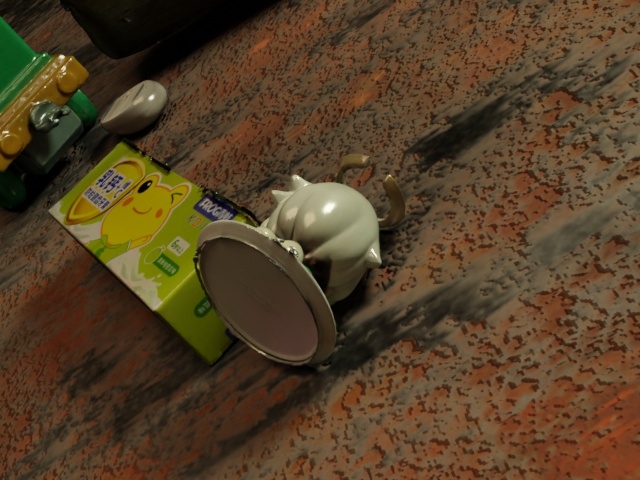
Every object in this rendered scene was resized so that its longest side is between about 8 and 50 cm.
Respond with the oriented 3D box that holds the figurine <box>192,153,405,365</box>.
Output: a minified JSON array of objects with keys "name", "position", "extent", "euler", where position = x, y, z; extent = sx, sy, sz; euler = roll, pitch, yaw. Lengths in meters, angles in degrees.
[{"name":"figurine","position":[0.000,0.000,0.838],"extent":[0.132,0.132,0.154],"euler":[0,35,47]}]

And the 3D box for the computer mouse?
[{"name":"computer mouse","position":[-0.216,-0.152,1.328],"extent":[0.096,0.039,0.066],"euler":[-21,34,42]}]

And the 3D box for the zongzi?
[{"name":"zongzi","position":[-0.156,-0.457,1.469],"extent":[0.403,0.208,0.432],"euler":[-29,39,21]}]

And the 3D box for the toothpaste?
[{"name":"toothpaste","position":[-0.142,-0.001,1.015],"extent":[0.110,0.077,0.327],"euler":[-47,31,-8]}]

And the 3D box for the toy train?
[{"name":"toy train","position":[-0.450,-0.182,1.411],"extent":[0.429,0.249,0.178],"euler":[7,55,51]}]
